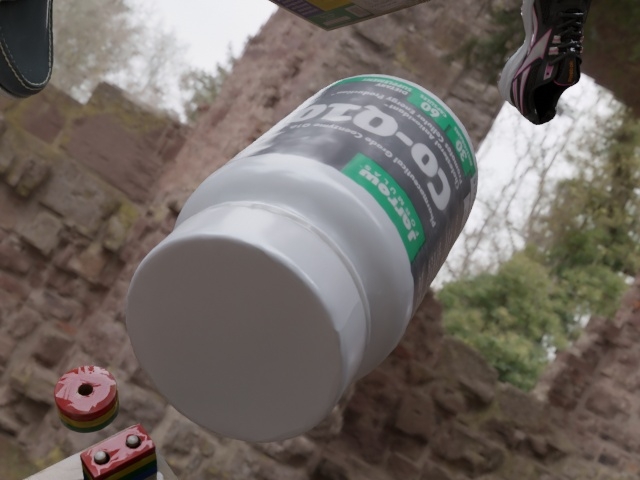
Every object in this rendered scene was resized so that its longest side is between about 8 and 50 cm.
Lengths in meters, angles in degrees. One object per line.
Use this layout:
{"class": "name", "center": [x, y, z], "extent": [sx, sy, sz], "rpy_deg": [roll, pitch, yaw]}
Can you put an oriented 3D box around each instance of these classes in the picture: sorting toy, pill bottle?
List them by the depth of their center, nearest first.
{"class": "sorting toy", "center": [-0.141, 0.193, 0.632], "extent": [0.274, 0.132, 0.046], "rpy_deg": [46, -34, 34]}
{"class": "pill bottle", "center": [0.000, 0.000, 0.832], "extent": [0.204, 0.204, 0.361], "rpy_deg": [29, 32, 7]}

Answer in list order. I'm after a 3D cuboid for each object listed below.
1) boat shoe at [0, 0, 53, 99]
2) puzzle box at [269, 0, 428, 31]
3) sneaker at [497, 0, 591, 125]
{"class": "boat shoe", "center": [-0.320, -0.299, 1.015], "extent": [0.099, 0.319, 0.116], "rpy_deg": [7, 26, 23]}
{"class": "puzzle box", "center": [-0.001, -0.395, 1.340], "extent": [0.272, 0.052, 0.409], "rpy_deg": [22, -7, -27]}
{"class": "sneaker", "center": [0.238, -0.191, 0.967], "extent": [0.178, 0.072, 0.077], "rpy_deg": [98, -21, -44]}
